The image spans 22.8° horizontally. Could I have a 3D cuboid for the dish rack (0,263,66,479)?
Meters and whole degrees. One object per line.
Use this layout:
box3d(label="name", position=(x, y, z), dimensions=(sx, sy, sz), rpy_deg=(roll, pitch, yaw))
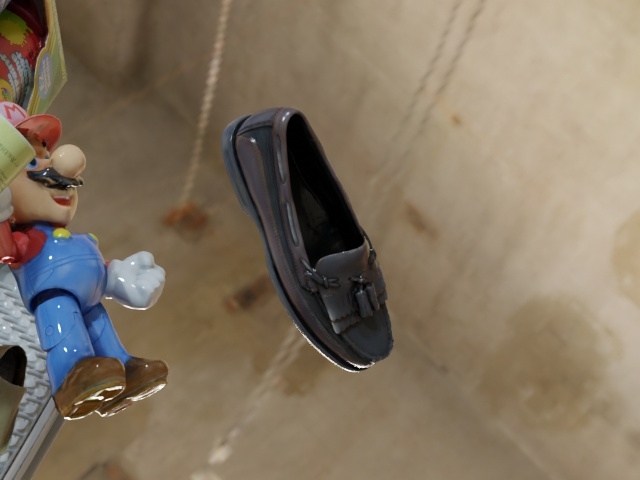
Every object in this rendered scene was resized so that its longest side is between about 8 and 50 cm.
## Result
box3d(label="dish rack", position=(-0.404, 0.189, 2.000), dimensions=(0.072, 0.285, 0.332), rpy_deg=(23, -79, -45))

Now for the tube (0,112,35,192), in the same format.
box3d(label="tube", position=(-0.322, -0.002, 1.221), dimensions=(0.240, 0.070, 0.062), rpy_deg=(-47, -2, -12))

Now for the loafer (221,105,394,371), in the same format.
box3d(label="loafer", position=(0.000, 0.000, 1.650), dimensions=(0.095, 0.302, 0.109), rpy_deg=(-18, 13, 48))

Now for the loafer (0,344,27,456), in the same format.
box3d(label="loafer", position=(-0.328, 0.160, 1.592), dimensions=(0.056, 0.148, 0.050), rpy_deg=(30, -51, -31))

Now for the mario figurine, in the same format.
box3d(label="mario figurine", position=(-0.241, -0.001, 1.513), dimensions=(0.170, 0.320, 0.198), rpy_deg=(-24, -13, -16))

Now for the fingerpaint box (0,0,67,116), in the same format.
box3d(label="fingerpaint box", position=(-0.475, -0.315, 2.020), dimensions=(0.371, 0.163, 0.444), rpy_deg=(-71, -18, -55))
